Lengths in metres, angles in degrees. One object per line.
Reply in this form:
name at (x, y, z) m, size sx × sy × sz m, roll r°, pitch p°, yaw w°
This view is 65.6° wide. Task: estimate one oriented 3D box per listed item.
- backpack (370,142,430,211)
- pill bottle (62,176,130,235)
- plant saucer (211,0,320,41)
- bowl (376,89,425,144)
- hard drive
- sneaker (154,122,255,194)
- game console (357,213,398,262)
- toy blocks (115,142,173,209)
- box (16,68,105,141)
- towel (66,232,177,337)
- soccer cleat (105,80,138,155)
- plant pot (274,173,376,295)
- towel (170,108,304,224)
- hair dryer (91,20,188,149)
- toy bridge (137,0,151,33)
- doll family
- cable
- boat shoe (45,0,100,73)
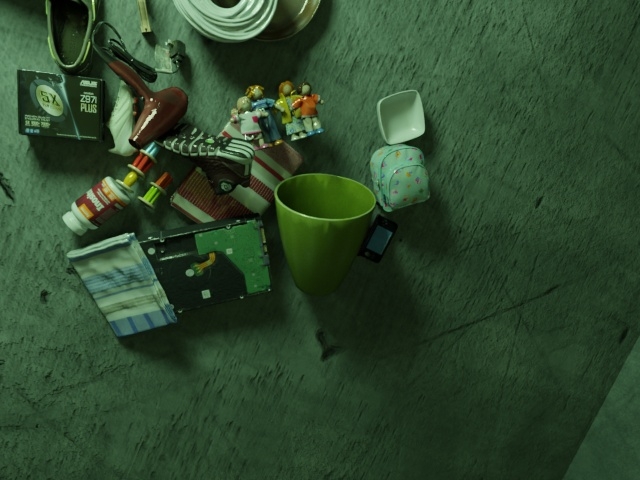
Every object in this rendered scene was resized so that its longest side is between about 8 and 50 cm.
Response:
backpack at (0.237, -0.192, 1.485) m, size 0.165 × 0.144 × 0.189 m, roll -15°, pitch 107°, yaw -9°
pill bottle at (-0.568, -0.084, 1.259) m, size 0.152 × 0.086 × 0.086 m, roll -40°, pitch 114°, yaw -5°
plant saucer at (-0.145, -0.671, 1.264) m, size 0.310 × 0.050 × 0.311 m, roll -6°, pitch 108°, yaw -18°
bowl at (0.233, -0.368, 1.480) m, size 0.141 × 0.053 × 0.142 m, roll -19°, pitch 111°, yaw -14°
hard drive at (-0.314, 0.067, 1.386) m, size 0.338 × 0.064 × 0.237 m, roll -12°, pitch 115°, yaw -12°
sneaker at (-0.304, -0.193, 1.275) m, size 0.281 × 0.106 × 0.163 m, roll 17°, pitch 133°, yaw 12°
game console at (0.180, -0.002, 1.547) m, size 0.124 × 0.085 × 0.144 m, roll 25°, pitch 96°, yaw -23°
toy blocks at (-0.438, -0.174, 1.297) m, size 0.123 × 0.054 × 0.148 m, roll 43°, pitch 74°, yaw -33°
box at (-0.611, -0.319, 1.183) m, size 0.180 × 0.077 × 0.148 m, roll 3°, pitch 103°, yaw -20°
towel at (-0.524, 0.126, 1.319) m, size 0.209 × 0.034 × 0.285 m, roll -15°, pitch 112°, yaw 14°
soccer cleat at (-0.495, -0.308, 1.235) m, size 0.076 × 0.068 × 0.197 m, roll 0°, pitch 108°, yaw -16°
plant pot at (0.000, 0.000, 1.412) m, size 0.274 × 0.275 × 0.294 m, roll -5°, pitch 124°, yaw -18°
towel at (-0.229, -0.169, 1.385) m, size 0.237 × 0.037 × 0.329 m, roll 37°, pitch 92°, yaw -26°
hair dryer at (-0.430, -0.359, 1.196) m, size 0.223 × 0.080 × 0.294 m, roll -1°, pitch 82°, yaw -32°
toy bridge at (-0.431, -0.594, 1.177) m, size 0.026 × 0.063 × 0.188 m, roll -11°, pitch 109°, yaw -16°
doll family at (-0.124, -0.337, 1.319) m, size 0.262 × 0.118 × 0.163 m, roll -20°, pitch 101°, yaw -19°
cable at (-0.228, -0.605, 1.180) m, size 0.256 × 0.089 × 0.257 m, roll -13°, pitch 109°, yaw -16°
boat shoe at (-0.563, -0.537, 1.130) m, size 0.109 × 0.091 × 0.305 m, roll 3°, pitch 104°, yaw -20°
